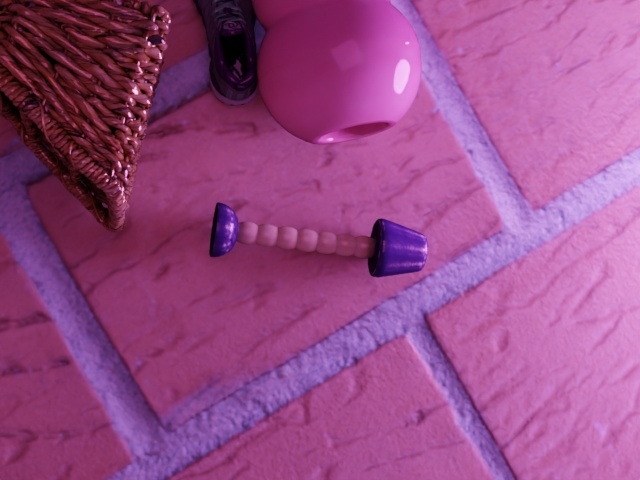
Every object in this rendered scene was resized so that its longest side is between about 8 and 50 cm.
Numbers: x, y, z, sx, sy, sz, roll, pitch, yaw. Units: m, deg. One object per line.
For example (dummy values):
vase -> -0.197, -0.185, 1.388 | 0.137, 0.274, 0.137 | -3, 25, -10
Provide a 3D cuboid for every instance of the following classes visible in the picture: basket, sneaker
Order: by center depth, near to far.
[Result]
basket -> -0.301, -0.150, 1.311 | 0.214, 0.299, 0.223 | 14, 82, -9
sneaker -> -0.112, -0.288, 1.463 | 0.083, 0.098, 0.223 | -11, 87, -12

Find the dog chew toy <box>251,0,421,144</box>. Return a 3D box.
dog chew toy -> 0.005, -0.293, 1.434 | 0.207, 0.206, 0.331 | -12, 85, -12

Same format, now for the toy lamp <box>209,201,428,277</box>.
toy lamp -> 0.000, 0.000, 1.469 | 0.275, 0.080, 0.080 | 7, 84, -11
